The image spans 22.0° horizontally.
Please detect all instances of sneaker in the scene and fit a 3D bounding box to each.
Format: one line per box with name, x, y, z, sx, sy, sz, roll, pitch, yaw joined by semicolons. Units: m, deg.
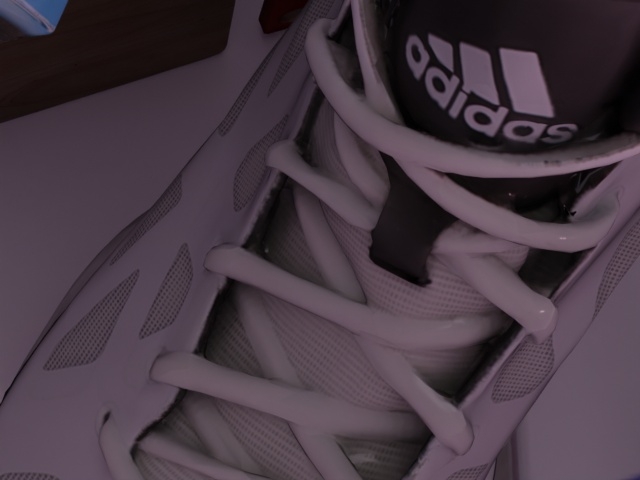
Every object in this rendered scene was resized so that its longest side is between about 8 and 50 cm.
sneaker;-0.001;-0.001;0.434;0.169;0.257;0.447;32;84;11

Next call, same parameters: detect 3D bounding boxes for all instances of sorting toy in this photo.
sorting toy;-0.090;-0.096;0.589;0.274;0.132;0.046;-19;76;-13

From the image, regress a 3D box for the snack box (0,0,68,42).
snack box;-0.153;-0.142;0.512;0.060;0.322;0.187;35;69;-36
